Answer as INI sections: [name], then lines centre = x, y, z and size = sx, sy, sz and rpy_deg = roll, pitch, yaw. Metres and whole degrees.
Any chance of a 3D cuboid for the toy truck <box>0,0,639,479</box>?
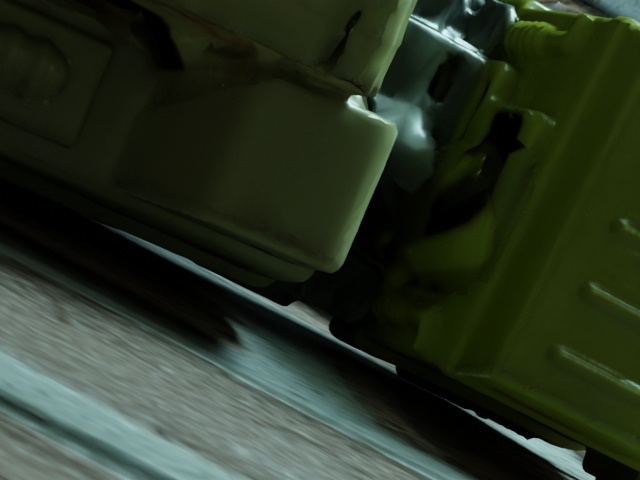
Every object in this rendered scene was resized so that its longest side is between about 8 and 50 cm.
[toy truck]
centre = 0.001, -0.054, 0.710
size = 0.405, 0.180, 0.254
rpy_deg = 27, 1, -18
